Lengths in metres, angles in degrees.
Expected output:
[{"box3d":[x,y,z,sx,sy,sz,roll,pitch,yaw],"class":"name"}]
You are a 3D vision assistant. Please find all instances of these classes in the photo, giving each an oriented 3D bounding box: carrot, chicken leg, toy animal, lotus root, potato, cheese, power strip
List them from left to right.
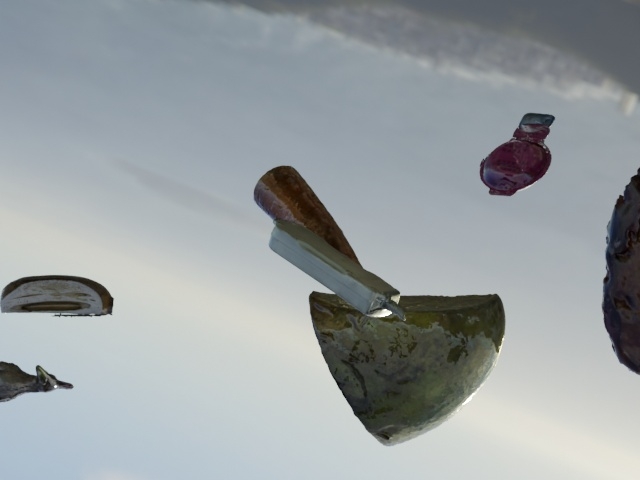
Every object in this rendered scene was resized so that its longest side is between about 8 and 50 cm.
[{"box3d":[-0.400,0.165,2.051,0.202,0.070,0.105,5,174,-7],"class":"toy animal"},{"box3d":[-0.190,0.040,1.227,0.083,0.030,0.037,2,-179,3],"class":"lotus root"},{"box3d":[0.000,0.000,1.824,0.061,0.061,0.209,26,-162,-47],"class":"carrot"},{"box3d":[0.017,0.032,1.732,0.191,0.030,0.047,35,-160,31],"class":"power strip"},{"box3d":[0.148,0.152,2.461,0.269,0.255,0.112,60,-166,-14],"class":"potato"},{"box3d":[0.247,-0.107,2.094,0.095,0.145,0.038,6,140,32],"class":"cheese"},{"box3d":[0.435,0.104,2.088,0.158,0.407,0.096,-10,-173,30],"class":"chicken leg"}]
